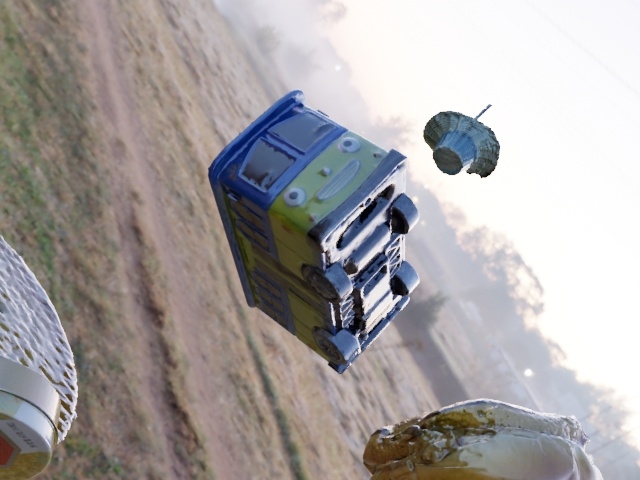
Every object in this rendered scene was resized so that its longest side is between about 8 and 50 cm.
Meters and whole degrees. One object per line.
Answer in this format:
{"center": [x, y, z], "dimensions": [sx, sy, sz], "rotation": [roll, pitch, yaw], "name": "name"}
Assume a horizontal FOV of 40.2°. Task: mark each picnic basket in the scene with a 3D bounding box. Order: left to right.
{"center": [0.141, -0.096, 0.870], "dimensions": [0.083, 0.083, 0.065], "rotation": [29, -44, 14], "name": "picnic basket"}

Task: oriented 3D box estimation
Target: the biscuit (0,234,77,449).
{"center": [-0.329, 0.072, 0.775], "dimensions": [0.305, 0.038, 0.305], "rotation": [55, 11, -17], "name": "biscuit"}

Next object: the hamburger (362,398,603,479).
{"center": [0.204, 0.311, 1.143], "dimensions": [0.314, 0.290, 0.170], "rotation": [18, 49, -30], "name": "hamburger"}

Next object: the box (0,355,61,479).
{"center": [-0.210, 0.108, 0.523], "dimensions": [0.037, 0.106, 0.105], "rotation": [-90, 155, -43], "name": "box"}

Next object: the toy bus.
{"center": [0.000, 0.000, 0.933], "dimensions": [0.175, 0.138, 0.287], "rotation": [35, -24, 25], "name": "toy bus"}
